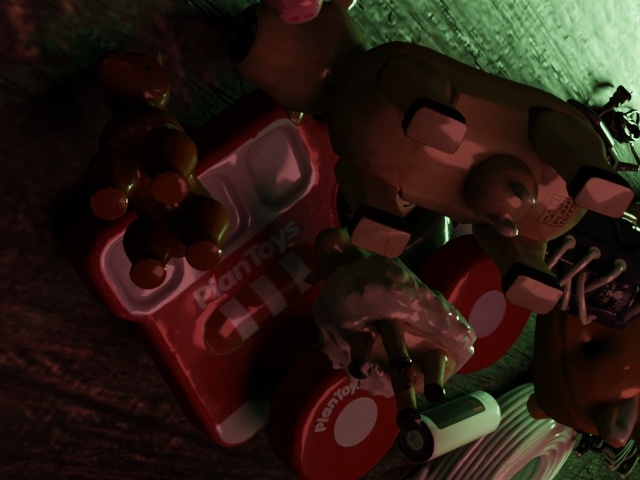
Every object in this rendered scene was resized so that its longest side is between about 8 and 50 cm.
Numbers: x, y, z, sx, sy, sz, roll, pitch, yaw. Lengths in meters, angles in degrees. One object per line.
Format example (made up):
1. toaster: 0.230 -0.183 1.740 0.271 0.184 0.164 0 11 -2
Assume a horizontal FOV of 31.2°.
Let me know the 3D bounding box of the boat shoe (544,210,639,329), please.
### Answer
1. boat shoe: 0.212 0.011 1.065 0.340 0.158 0.127 -10 134 -48

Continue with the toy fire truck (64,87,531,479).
1. toy fire truck: 0.000 0.000 0.796 0.302 0.169 0.254 -38 131 -17

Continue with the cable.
1. cable: 0.235 0.301 1.521 0.257 0.089 0.257 -50 151 4

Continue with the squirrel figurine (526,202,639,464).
1. squirrel figurine: 0.429 0.147 1.307 0.370 0.281 0.397 -29 105 -19

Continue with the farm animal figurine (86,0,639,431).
1. farm animal figurine: 0.044 -0.096 0.634 0.327 0.172 0.330 37 113 -24

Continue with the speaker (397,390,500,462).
1. speaker: 0.152 0.217 1.346 0.136 0.055 0.055 -10 135 -46

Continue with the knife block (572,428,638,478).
1. knife block: 0.429 0.170 1.523 0.242 0.088 0.275 -13 123 -59

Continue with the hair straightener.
1. hair straightener: 0.292 -0.106 1.140 0.089 0.047 0.230 -55 150 14
